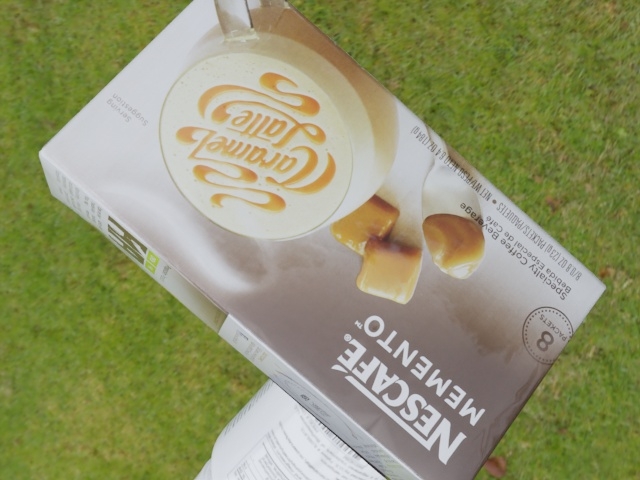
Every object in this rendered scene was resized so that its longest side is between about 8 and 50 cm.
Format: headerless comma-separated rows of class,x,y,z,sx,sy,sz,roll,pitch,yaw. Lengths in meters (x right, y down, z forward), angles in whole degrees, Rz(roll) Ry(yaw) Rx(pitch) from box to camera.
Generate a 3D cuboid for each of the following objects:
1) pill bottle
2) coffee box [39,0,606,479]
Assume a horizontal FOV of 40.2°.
pill bottle,-0.005,0.202,0.846,0.160,0.160,0.283,42,118,3
coffee box,0.000,0.000,0.452,0.246,0.141,0.098,42,164,-3
